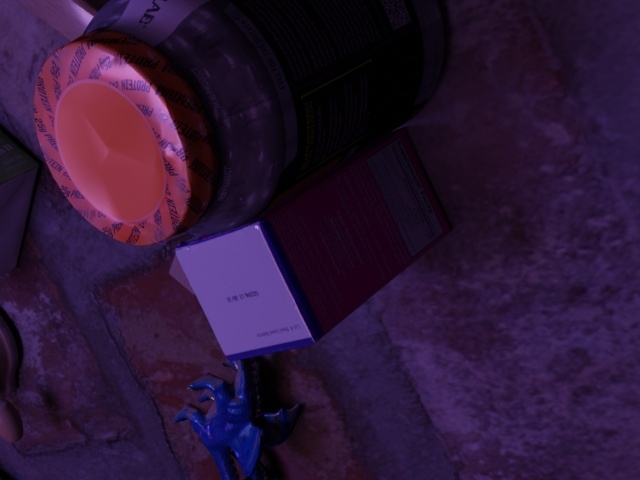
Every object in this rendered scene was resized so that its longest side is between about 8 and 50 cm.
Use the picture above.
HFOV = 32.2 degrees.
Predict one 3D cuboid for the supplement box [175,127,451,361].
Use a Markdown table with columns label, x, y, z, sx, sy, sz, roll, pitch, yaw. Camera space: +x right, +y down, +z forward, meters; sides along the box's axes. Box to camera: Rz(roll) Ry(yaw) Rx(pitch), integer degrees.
| label | x | y | z | sx | sy | sz | roll | pitch | yaw |
| --- | --- | --- | --- | --- | --- | --- | --- | --- | --- |
| supplement box | 0.000 | 0.000 | 0.970 | 0.111 | 0.220 | 0.114 | -17 | 102 | 43 |

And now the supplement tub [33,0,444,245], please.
| label | x | y | z | sx | sy | sz | roll | pitch | yaw |
| --- | --- | --- | --- | --- | --- | --- | --- | --- | --- |
| supplement tub | -0.056 | -0.128 | 0.873 | 0.193 | 0.316 | 0.193 | 19 | 124 | 30 |

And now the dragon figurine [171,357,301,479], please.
| label | x | y | z | sx | sy | sz | roll | pitch | yaw |
| --- | --- | --- | --- | --- | --- | --- | --- | --- | --- |
| dragon figurine | -0.080 | 0.205 | 1.248 | 0.144 | 0.085 | 0.289 | 42 | 134 | 12 |

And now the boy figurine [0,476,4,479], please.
| label | x | y | z | sx | sy | sz | roll | pitch | yaw |
| --- | --- | --- | --- | --- | --- | --- | --- | --- | --- |
| boy figurine | -0.523 | 0.427 | 1.736 | 0.285 | 0.092 | 0.177 | 44 | 139 | 8 |

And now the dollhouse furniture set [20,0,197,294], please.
| label | x | y | z | sx | sy | sz | roll | pitch | yaw |
| --- | --- | --- | --- | --- | --- | --- | --- | --- | --- |
| dollhouse furniture set | -0.226 | -0.128 | 1.113 | 0.303 | 0.174 | 0.355 | 38 | 132 | 16 |

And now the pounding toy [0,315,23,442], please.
| label | x | y | z | sx | sy | sz | roll | pitch | yaw |
| --- | --- | --- | --- | --- | --- | --- | --- | --- | --- |
| pounding toy | -0.524 | 0.177 | 1.543 | 0.269 | 0.155 | 0.154 | 19 | 128 | 32 |

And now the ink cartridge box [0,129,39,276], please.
| label | x | y | z | sx | sy | sz | roll | pitch | yaw |
| --- | --- | --- | --- | --- | --- | --- | --- | --- | --- |
| ink cartridge box | -0.533 | -0.113 | 1.408 | 0.353 | 0.119 | 0.207 | 40 | 134 | 14 |
